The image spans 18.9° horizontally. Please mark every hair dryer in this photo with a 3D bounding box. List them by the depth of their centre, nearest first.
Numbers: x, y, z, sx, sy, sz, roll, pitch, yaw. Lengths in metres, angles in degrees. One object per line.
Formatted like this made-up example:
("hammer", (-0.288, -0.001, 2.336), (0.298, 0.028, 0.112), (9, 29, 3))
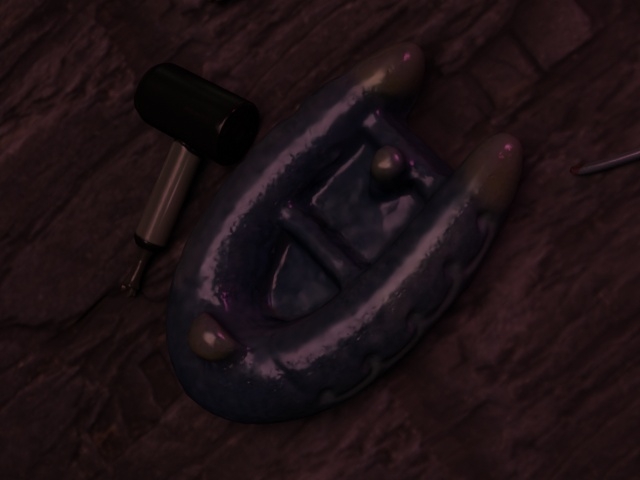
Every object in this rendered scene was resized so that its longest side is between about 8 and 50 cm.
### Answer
("hair dryer", (-0.132, -0.044, 1.622), (0.100, 0.057, 0.198), (27, 97, 28))

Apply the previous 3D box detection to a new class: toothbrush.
("toothbrush", (0.280, -0.075, 1.452), (0.193, 0.013, 0.019), (-14, 83, 22))

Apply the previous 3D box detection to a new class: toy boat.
("toy boat", (0.000, 0.000, 1.509), (0.330, 0.123, 0.215), (-46, 67, 9))

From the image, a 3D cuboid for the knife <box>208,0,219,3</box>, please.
("knife", (-0.023, -0.371, 1.638), (0.089, 0.043, 0.365), (25, 94, 60))
